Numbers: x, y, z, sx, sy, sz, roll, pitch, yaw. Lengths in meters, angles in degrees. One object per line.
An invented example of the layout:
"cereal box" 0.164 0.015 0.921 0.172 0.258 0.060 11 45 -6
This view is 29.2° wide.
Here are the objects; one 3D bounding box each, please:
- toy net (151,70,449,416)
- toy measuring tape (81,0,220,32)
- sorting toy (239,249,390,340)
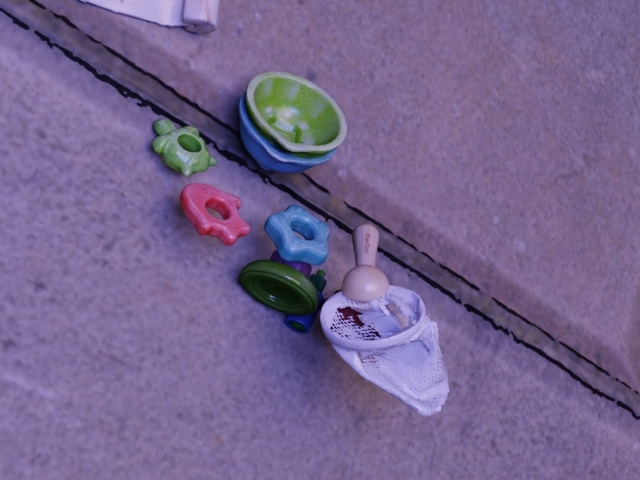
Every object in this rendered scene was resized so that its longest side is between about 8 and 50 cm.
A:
"toy net" 0.000 0.000 0.710 0.122 0.045 0.232 -12 58 -43
"toy measuring tape" -0.171 -0.182 0.632 0.330 0.121 0.121 14 73 -35
"sorting toy" 0.001 0.030 0.755 0.102 0.061 0.042 30 63 -12
